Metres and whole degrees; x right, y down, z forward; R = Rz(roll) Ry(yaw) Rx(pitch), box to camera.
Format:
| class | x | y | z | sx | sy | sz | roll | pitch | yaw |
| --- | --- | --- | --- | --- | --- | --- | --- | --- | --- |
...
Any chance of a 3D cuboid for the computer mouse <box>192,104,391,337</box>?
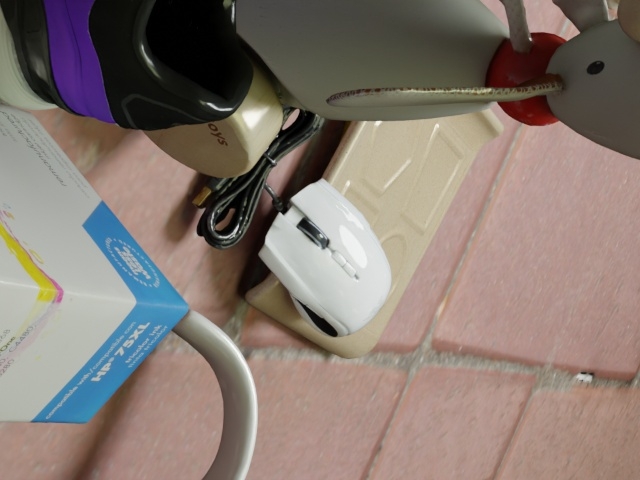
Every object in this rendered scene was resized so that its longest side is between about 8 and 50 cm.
| class | x | y | z | sx | sy | sz | roll | pitch | yaw |
| --- | --- | --- | --- | --- | --- | --- | --- | --- | --- |
| computer mouse | 0.000 | 0.000 | 1.035 | 0.106 | 0.042 | 0.193 | -52 | 136 | -12 |

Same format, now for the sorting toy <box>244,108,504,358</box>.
| class | x | y | z | sx | sy | sz | roll | pitch | yaw |
| --- | --- | --- | --- | --- | --- | --- | --- | --- | --- |
| sorting toy | 0.037 | -0.026 | 1.153 | 0.208 | 0.038 | 0.193 | -58 | 153 | -2 |

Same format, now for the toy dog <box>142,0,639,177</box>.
| class | x | y | z | sx | sy | sz | roll | pitch | yaw |
| --- | --- | --- | --- | --- | --- | --- | --- | --- | --- |
| toy dog | 0.038 | -0.126 | 0.801 | 0.161 | 0.334 | 0.220 | 55 | 37 | -42 |

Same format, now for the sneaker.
| class | x | y | z | sx | sy | sz | roll | pitch | yaw |
| --- | --- | --- | --- | --- | --- | --- | --- | --- | --- |
| sneaker | -0.065 | -0.179 | 0.677 | 0.102 | 0.146 | 0.293 | -33 | 133 | -47 |

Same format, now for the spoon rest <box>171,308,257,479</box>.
| class | x | y | z | sx | sy | sz | roll | pitch | yaw |
| --- | --- | --- | --- | --- | --- | --- | --- | --- | --- |
| spoon rest | -0.113 | 0.177 | 0.972 | 0.276 | 0.084 | 0.137 | -63 | -163 | -7 |

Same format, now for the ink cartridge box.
| class | x | y | z | sx | sy | sz | roll | pitch | yaw |
| --- | --- | --- | --- | --- | --- | --- | --- | --- | --- |
| ink cartridge box | -0.168 | -0.002 | 0.659 | 0.078 | 0.134 | 0.231 | -47 | 158 | 13 |
